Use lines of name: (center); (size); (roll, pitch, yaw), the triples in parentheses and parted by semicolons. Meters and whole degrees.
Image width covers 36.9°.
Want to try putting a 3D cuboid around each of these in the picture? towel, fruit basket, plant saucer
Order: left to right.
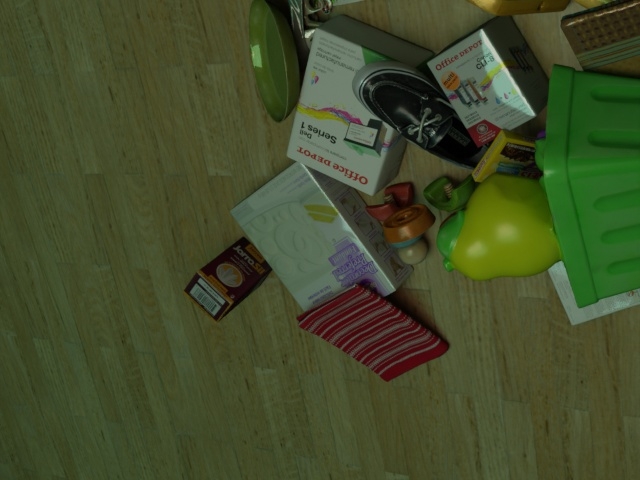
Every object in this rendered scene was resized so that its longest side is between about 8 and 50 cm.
plant saucer: (-0.085, -0.346, 1.832); (0.241, 0.037, 0.240); (167, 90, -75)
towel: (0.111, 0.198, 2.010); (0.275, 0.031, 0.199); (35, 133, -27)
fruit basket: (0.376, -0.065, 1.544); (0.392, 0.283, 0.392); (10, 144, 7)
towel: (0.563, -0.239, 1.479); (0.271, 0.040, 0.370); (-11, 134, 35)

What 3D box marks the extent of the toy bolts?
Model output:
toy bolts: (0.194, -0.009, 1.832); (0.228, 0.218, 0.158); (-1, 122, 51)

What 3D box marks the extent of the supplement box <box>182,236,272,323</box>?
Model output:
supplement box: (-0.200, 0.085, 2.110); (0.104, 0.188, 0.081); (43, 128, 4)

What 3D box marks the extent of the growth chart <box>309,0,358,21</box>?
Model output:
growth chart: (0.051, -0.506, 1.743); (0.237, 0.021, 0.172); (-7, 111, 37)

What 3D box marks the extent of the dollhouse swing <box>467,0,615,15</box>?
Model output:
dollhouse swing: (0.407, -0.463, 1.401); (0.305, 0.315, 0.346); (47, 132, 28)

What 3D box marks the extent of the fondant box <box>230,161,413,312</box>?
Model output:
fondant box: (0.000, 0.000, 2.005); (0.238, 0.096, 0.330); (-33, 97, 39)

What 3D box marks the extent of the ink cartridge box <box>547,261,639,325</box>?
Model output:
ink cartridge box: (0.522, 0.062, 1.772); (0.179, 0.045, 0.145); (-22, 103, 19)

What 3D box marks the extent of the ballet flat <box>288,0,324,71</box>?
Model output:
ballet flat: (-0.024, -0.416, 1.786); (0.068, 0.072, 0.213); (6, 119, 22)

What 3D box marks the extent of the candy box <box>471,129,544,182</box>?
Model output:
candy box: (0.376, -0.129, 1.671); (0.206, 0.027, 0.105); (9, 135, -24)

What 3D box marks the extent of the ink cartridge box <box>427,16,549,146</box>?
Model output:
ink cartridge box: (0.296, -0.280, 1.654); (0.128, 0.127, 0.176); (-28, 98, 38)

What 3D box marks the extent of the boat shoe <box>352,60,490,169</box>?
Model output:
boat shoe: (0.186, -0.208, 1.675); (0.301, 0.102, 0.108); (30, 114, -32)

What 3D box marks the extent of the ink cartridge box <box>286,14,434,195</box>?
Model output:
ink cartridge box: (0.070, -0.253, 1.811); (0.201, 0.117, 0.278); (26, 125, 16)
